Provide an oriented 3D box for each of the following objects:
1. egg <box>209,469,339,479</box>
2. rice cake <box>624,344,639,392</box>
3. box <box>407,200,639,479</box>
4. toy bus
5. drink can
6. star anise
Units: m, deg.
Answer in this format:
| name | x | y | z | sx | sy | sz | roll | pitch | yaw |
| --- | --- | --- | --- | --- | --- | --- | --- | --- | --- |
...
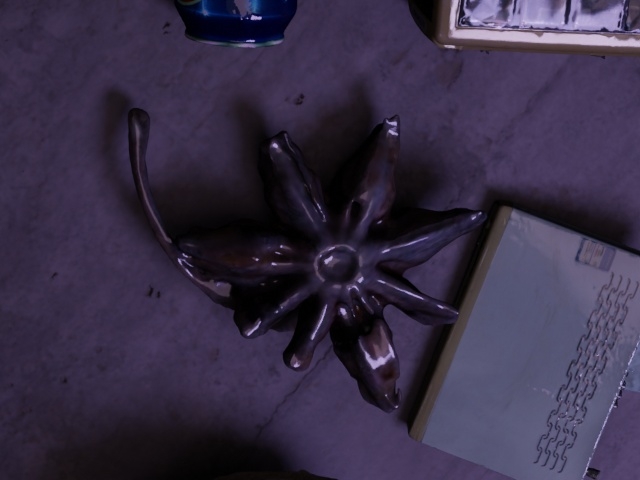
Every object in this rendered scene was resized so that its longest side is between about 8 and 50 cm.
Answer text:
| name | x | y | z | sx | sy | sz | roll | pitch | yaw |
| --- | --- | --- | --- | --- | --- | --- | --- | --- | --- |
| egg | -0.068 | 0.354 | 1.900 | 0.310 | 0.279 | 0.279 | 0 | 109 | 3 |
| rice cake | 0.461 | 0.153 | 2.057 | 0.336 | 0.063 | 0.066 | 10 | 108 | -17 |
| box | 0.227 | 0.114 | 1.974 | 0.211 | 0.045 | 0.270 | 20 | 103 | 3 |
| toy bus | 0.270 | -0.272 | 1.818 | 0.365 | 0.177 | 0.202 | 1 | 111 | -9 |
| drink can | -0.074 | -0.284 | 1.765 | 0.118 | 0.118 | 0.205 | -2 | 108 | -12 |
| star anise | 0.000 | 0.000 | 1.882 | 0.316 | 0.139 | 0.359 | -19 | 96 | -14 |
